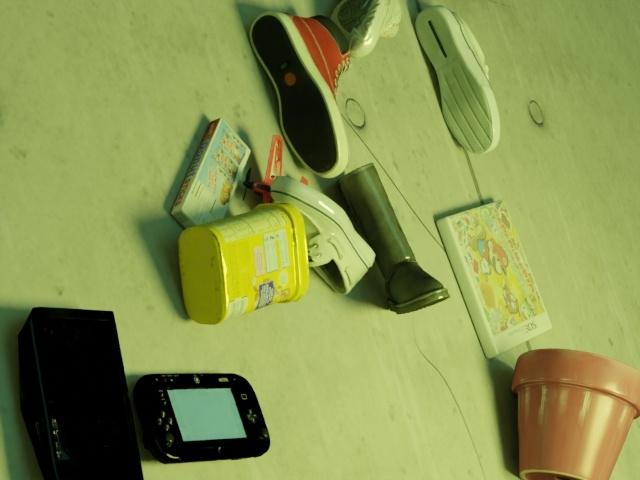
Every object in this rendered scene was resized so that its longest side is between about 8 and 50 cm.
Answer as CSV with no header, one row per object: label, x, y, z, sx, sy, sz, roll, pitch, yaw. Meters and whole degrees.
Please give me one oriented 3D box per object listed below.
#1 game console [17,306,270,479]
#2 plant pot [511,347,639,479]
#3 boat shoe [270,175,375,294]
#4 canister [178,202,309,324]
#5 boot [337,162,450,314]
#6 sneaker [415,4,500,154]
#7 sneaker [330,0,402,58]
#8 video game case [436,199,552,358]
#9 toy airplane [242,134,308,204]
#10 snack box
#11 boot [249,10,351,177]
game console,-0.185,0.182,1.682,0.361,0.044,0.213,7,67,-53
plant pot,0.376,0.278,2.287,0.201,0.201,0.180,32,64,-41
boat shoe,0.000,0.000,1.984,0.226,0.083,0.076,42,69,-45
canister,-0.093,0.027,1.853,0.170,0.073,0.126,-17,105,-54
boot,0.097,-0.006,2.089,0.076,0.189,0.209,-16,93,-18
sneaker,0.241,-0.264,2.475,0.091,0.094,0.258,-9,78,-51
sneaker,0.083,-0.338,2.300,0.115,0.090,0.232,52,32,-33
video game case,0.277,0.056,2.405,0.206,0.026,0.227,-16,85,-56
toy airplane,-0.051,-0.062,2.013,0.151,0.028,0.151,5,83,-48
snack box,-0.135,-0.075,1.913,0.064,0.022,0.178,48,39,-27
boot,0.011,-0.207,2.137,0.176,0.088,0.244,-9,75,-57
